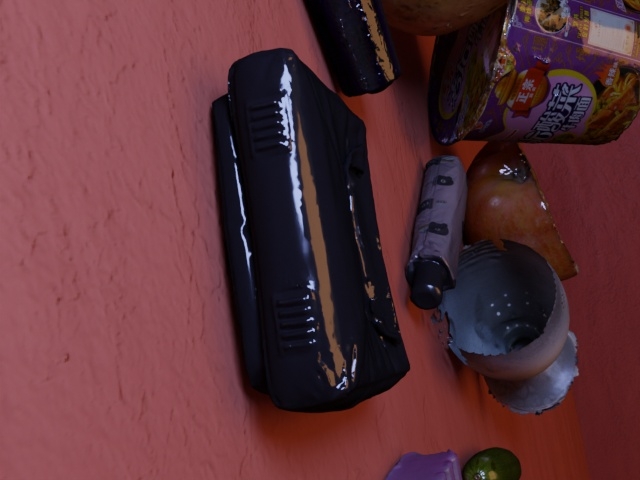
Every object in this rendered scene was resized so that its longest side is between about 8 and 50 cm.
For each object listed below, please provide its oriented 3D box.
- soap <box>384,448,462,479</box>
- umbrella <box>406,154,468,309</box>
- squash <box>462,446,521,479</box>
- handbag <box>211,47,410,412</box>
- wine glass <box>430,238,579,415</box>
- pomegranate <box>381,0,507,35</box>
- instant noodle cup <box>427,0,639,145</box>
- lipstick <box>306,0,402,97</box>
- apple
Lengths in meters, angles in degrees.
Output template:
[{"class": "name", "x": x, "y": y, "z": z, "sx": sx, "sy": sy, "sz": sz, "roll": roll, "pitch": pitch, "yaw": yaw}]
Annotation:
[{"class": "soap", "x": 0.121, "y": 0.335, "z": 0.793, "sx": 0.122, "sy": 0.066, "sz": 0.203, "roll": -13, "pitch": 92, "yaw": -68}, {"class": "umbrella", "x": 0.168, "y": -0.019, "z": 1.083, "sx": 0.073, "sy": 0.067, "sz": 0.337, "roll": 53, "pitch": 31, "yaw": -23}, {"class": "squash", "x": 0.266, "y": 0.346, "z": 1.149, "sx": 0.252, "sy": 0.066, "sz": 0.066, "roll": 29, "pitch": 53, "yaw": -64}, {"class": "handbag", "x": 0.000, "y": 0.000, "z": 0.635, "sx": 0.244, "sy": 0.088, "sz": 0.275, "roll": 14, "pitch": 63, "yaw": -69}, {"class": "wine glass", "x": 0.294, "y": 0.138, "z": 1.162, "sx": 0.357, "sy": 0.191, "sz": 0.190, "roll": 44, "pitch": 40, "yaw": -54}, {"class": "pomegranate", "x": 0.151, "y": -0.402, "z": 0.968, "sx": 0.281, "sy": 0.281, "sz": 0.281, "roll": -11, "pitch": 90, "yaw": -69}, {"class": "instant noodle cup", "x": 0.349, "y": -0.289, "z": 1.205, "sx": 0.340, "sy": 0.266, "sz": 0.339, "roll": -171, "pitch": -90, "yaw": -81}, {"class": "lipstick", "x": 0.011, "y": -0.300, "z": 0.815, "sx": 0.081, "sy": 0.081, "sz": 0.299, "roll": -64, "pitch": 137, "yaw": -57}, {"class": "apple", "x": 0.339, "y": -0.043, "z": 1.393, "sx": 0.251, "sy": 0.163, "sz": 0.293, "roll": 50, "pitch": 21, "yaw": -38}]
